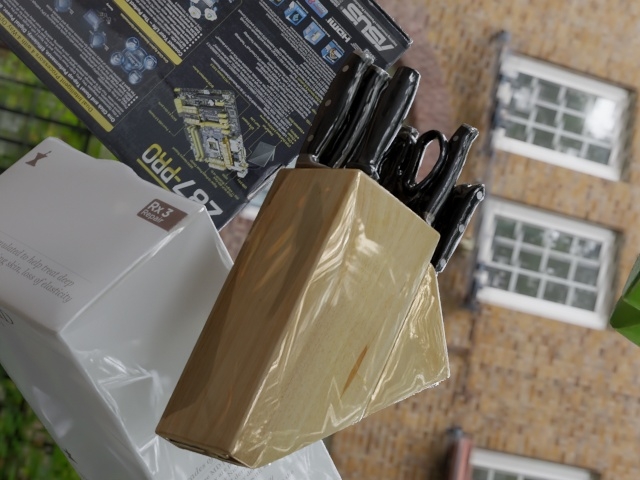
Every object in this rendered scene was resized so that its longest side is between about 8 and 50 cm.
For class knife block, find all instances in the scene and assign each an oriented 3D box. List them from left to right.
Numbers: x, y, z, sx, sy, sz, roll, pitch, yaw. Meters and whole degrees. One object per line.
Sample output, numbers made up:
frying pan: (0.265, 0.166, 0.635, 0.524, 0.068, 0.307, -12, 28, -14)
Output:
knife block: (0.000, 0.000, 0.928, 0.088, 0.275, 0.242, 3, -72, 49)

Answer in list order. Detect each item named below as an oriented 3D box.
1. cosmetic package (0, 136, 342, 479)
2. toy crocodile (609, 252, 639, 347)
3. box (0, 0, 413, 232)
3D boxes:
cosmetic package: (-0.143, 0.120, 1.120, 0.217, 0.385, 0.156, 22, -122, 44)
toy crocodile: (0.217, -0.029, 0.548, 0.105, 0.115, 0.340, -58, 172, -36)
box: (-0.148, -0.243, 1.427, 0.318, 0.395, 0.097, -45, -172, -1)
